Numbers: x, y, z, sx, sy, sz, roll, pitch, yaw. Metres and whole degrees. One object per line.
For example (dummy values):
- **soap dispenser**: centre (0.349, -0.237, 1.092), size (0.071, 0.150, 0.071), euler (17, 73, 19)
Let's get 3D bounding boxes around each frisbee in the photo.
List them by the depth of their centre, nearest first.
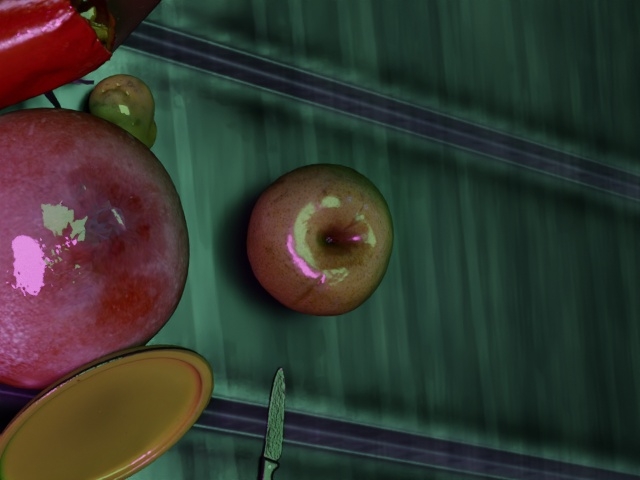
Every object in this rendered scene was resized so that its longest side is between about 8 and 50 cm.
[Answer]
- **frisbee**: centre (-0.209, 0.178, 1.274), size (0.236, 0.236, 0.017), euler (-17, 56, -28)

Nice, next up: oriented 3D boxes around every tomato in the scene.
- **tomato**: centre (-0.251, 0.003, 1.250), size (0.270, 0.227, 0.270), euler (5, 80, -29)

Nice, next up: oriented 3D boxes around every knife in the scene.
- **knife**: centre (-0.052, 0.224, 1.450), size (0.023, 0.010, 0.170), euler (11, 78, -26)

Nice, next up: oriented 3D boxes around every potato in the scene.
- **potato**: centre (-0.204, -0.131, 1.388), size (0.068, 0.062, 0.083), euler (-25, 118, -12)

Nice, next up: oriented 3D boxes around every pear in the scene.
- **pear**: centre (0.000, 0.000, 1.432), size (0.167, 0.136, 0.167), euler (2, 85, -24)

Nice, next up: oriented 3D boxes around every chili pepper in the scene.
- **chili pepper**: centre (-0.365, -0.170, 1.244), size (0.338, 0.131, 0.135), euler (-16, 60, 7)

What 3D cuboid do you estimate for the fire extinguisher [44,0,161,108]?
- **fire extinguisher**: centre (-0.216, -0.252, 1.366), size (0.105, 0.104, 0.269), euler (45, 66, -16)
